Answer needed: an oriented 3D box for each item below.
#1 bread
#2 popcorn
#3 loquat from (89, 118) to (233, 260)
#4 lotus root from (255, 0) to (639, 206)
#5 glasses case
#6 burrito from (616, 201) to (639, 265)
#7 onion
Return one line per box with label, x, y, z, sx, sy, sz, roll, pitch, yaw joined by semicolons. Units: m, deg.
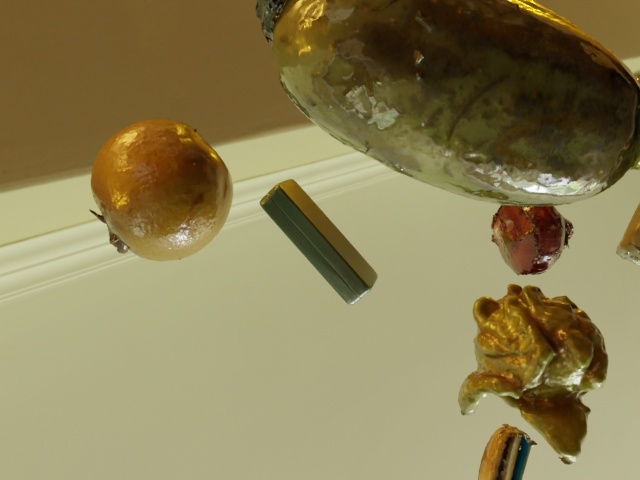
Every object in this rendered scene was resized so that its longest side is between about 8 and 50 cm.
bread;0.279;0.335;0.903;0.072;0.053;0.105;17;-93;-35
popcorn;0.423;0.256;1.235;0.290;0.326;0.321;61;-165;-21
loquat;-0.302;-0.083;1.127;0.275;0.275;0.274;9;-105;-36
lotus root;0.106;-0.106;0.410;0.310;0.173;0.173;23;-116;-1
glasses case;0.000;0.000;0.795;0.184;0.039;0.078;49;-162;0
burrito;0.412;-0.090;0.494;0.331;0.190;0.135;-62;-17;7
onion;0.440;-0.014;1.213;0.147;0.184;0.183;-1;-100;-8
